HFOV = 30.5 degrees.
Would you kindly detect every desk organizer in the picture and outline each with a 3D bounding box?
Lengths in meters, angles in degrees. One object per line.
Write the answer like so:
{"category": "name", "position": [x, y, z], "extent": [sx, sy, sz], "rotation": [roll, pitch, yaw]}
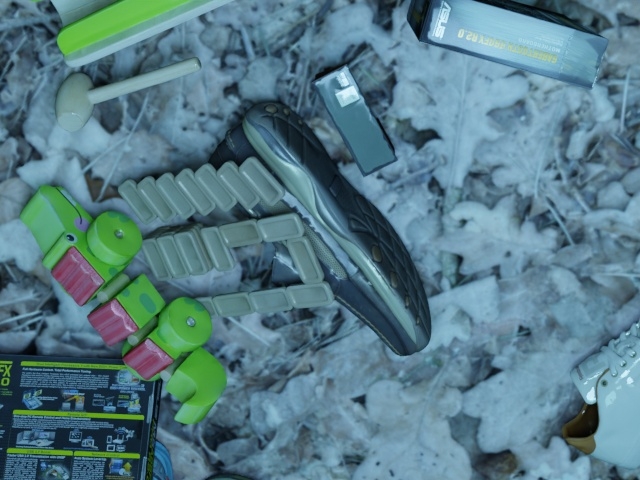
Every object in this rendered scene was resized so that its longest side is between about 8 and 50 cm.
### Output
{"category": "desk organizer", "position": [0.041, -0.146, 1.390], "extent": [0.047, 0.050, 0.130], "rotation": [-26, 107, 11]}

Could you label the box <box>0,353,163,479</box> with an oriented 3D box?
{"category": "box", "position": [-0.344, 0.254, 1.474], "extent": [0.270, 0.216, 0.060], "rotation": [2, 154, 0]}

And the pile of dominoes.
{"category": "pile of dominoes", "position": [-0.110, -0.005, 1.390], "extent": [0.251, 0.040, 0.196], "rotation": [-9, 112, 36]}

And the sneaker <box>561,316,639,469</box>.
{"category": "sneaker", "position": [0.388, 0.154, 1.458], "extent": [0.123, 0.106, 0.290], "rotation": [16, 111, -7]}

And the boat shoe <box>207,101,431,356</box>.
{"category": "boat shoe", "position": [0.000, 0.000, 1.418], "extent": [0.130, 0.132, 0.355], "rotation": [-34, 97, 23]}

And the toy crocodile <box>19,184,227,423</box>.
{"category": "toy crocodile", "position": [-0.241, 0.077, 1.423], "extent": [0.340, 0.105, 0.115], "rotation": [50, 129, -3]}

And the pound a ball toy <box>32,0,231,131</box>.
{"category": "pound a ball toy", "position": [-0.198, -0.284, 1.325], "extent": [0.319, 0.135, 0.208], "rotation": [-22, 133, 9]}

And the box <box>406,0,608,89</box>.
{"category": "box", "position": [0.192, -0.228, 1.261], "extent": [0.183, 0.231, 0.056], "rotation": [15, 106, -4]}

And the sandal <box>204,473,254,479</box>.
{"category": "sandal", "position": [-0.076, 0.448, 1.551], "extent": [0.120, 0.086, 0.302], "rotation": [-28, 83, 25]}

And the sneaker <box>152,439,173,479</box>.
{"category": "sneaker", "position": [-0.237, 0.399, 1.558], "extent": [0.104, 0.125, 0.261], "rotation": [-10, 109, 6]}
